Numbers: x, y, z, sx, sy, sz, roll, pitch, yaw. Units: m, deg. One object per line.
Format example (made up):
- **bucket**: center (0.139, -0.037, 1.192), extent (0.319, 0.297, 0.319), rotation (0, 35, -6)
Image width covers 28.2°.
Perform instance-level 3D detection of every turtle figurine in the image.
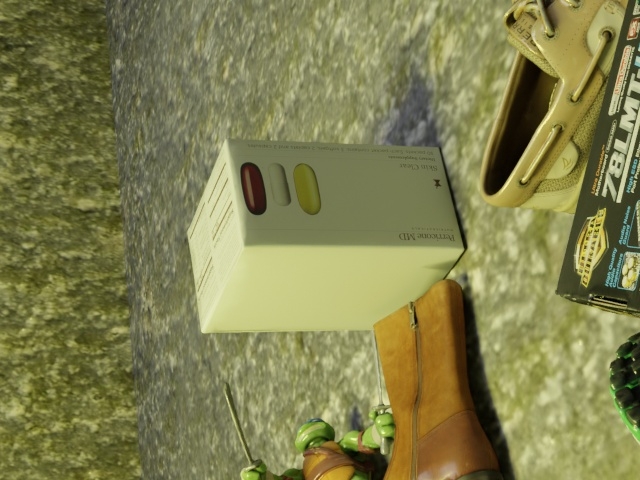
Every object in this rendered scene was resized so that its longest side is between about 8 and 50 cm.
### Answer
- **turtle figurine**: center (0.006, 0.283, 1.567), extent (0.266, 0.197, 0.275), rotation (-120, 30, -45)

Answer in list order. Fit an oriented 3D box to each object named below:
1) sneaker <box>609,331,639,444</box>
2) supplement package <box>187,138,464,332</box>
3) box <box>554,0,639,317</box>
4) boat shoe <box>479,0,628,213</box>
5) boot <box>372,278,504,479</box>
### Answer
- **sneaker**: center (0.291, 0.174, 0.862), extent (0.343, 0.134, 0.146), rotation (-97, -13, -54)
- **supplement package**: center (0.000, 0.000, 1.486), extent (0.204, 0.261, 0.145), rotation (119, 145, -54)
- **box**: center (0.289, -0.082, 0.865), extent (0.293, 0.073, 0.296), rotation (-173, 98, -72)
- **boat shoe**: center (0.220, -0.176, 1.095), extent (0.122, 0.110, 0.341), rotation (-123, 38, -57)
- **boot**: center (0.083, 0.215, 1.433), extent (0.264, 0.096, 0.280), rotation (-44, 47, 45)
